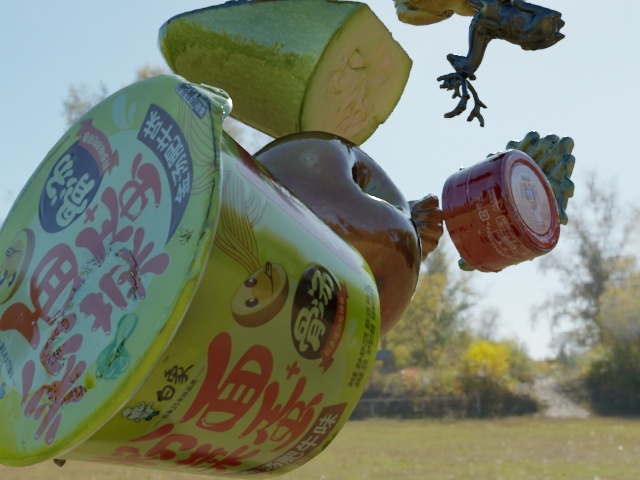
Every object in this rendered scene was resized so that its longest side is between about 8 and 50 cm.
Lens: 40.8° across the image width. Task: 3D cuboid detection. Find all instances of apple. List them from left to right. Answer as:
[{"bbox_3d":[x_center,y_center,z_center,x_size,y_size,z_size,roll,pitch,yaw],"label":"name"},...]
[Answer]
[{"bbox_3d":[0.000,0.000,0.982,0.254,0.253,0.253,-2,-11,0],"label":"apple"}]

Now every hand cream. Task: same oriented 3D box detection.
[{"bbox_3d":[0.307,-0.049,1.454,0.125,0.193,0.193,-21,-20,38],"label":"hand cream"}]

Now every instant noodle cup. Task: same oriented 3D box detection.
[{"bbox_3d":[-0.106,0.051,0.692,0.311,0.311,0.222,-11,-30,41],"label":"instant noodle cup"}]

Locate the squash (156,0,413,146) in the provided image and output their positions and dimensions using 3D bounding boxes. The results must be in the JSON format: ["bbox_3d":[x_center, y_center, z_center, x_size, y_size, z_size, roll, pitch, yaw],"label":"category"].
[{"bbox_3d":[-0.072,-0.259,1.201,0.309,0.210,0.234,34,5,29],"label":"squash"}]

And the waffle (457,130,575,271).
[{"bbox_3d":[0.389,-0.077,1.725,0.056,0.309,0.292,32,-34,-29],"label":"waffle"}]

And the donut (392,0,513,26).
[{"bbox_3d":[0.315,-0.561,1.773,0.361,0.170,0.360,-19,25,9],"label":"donut"}]

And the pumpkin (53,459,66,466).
[{"bbox_3d":[-0.377,0.242,1.220,0.108,0.119,0.183,34,-9,-10],"label":"pumpkin"}]

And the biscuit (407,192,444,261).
[{"bbox_3d":[0.143,-0.009,1.512,0.183,0.118,0.061,-35,-35,2],"label":"biscuit"}]

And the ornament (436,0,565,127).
[{"bbox_3d":[0.317,-0.314,1.555,0.202,0.236,0.080,24,4,30],"label":"ornament"}]
